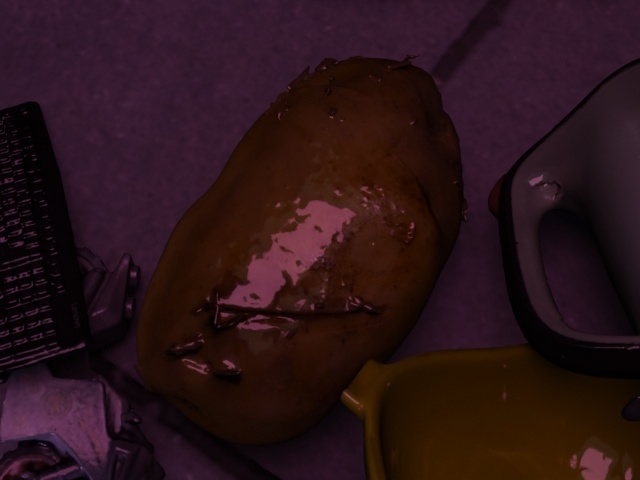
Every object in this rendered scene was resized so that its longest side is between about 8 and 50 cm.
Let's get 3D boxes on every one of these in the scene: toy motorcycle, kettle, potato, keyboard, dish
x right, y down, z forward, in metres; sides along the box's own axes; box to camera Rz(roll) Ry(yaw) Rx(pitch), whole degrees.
[{"bbox_3d":[-0.161,0.100,1.017,0.122,0.080,0.215,3,63,3],"label":"toy motorcycle"},{"bbox_3d":[0.238,0.005,0.965,0.240,0.165,0.255,-18,49,0],"label":"kettle"},{"bbox_3d":[0.000,0.000,1.014,0.173,0.140,0.300,31,68,9],"label":"potato"},{"bbox_3d":[-0.218,-0.009,1.053,0.087,0.017,0.250,-16,49,-4],"label":"keyboard"},{"bbox_3d":[0.132,0.176,0.927,0.262,0.108,0.221,4,43,-17],"label":"dish"}]
